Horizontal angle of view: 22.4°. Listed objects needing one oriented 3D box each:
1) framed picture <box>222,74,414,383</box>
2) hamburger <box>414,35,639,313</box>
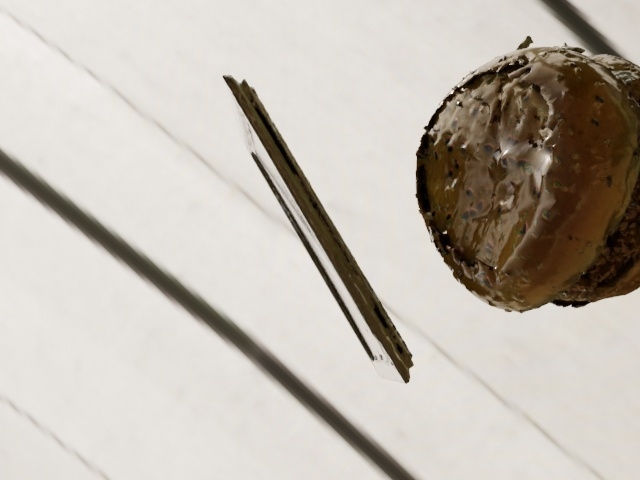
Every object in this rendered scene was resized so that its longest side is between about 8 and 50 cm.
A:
[{"bbox_3d":[0.000,0.000,1.163,0.018,0.231,0.293,-30,-3,-2],"label":"framed picture"},{"bbox_3d":[0.135,-0.045,1.005,0.113,0.185,0.177,2,-21,-31],"label":"hamburger"}]
